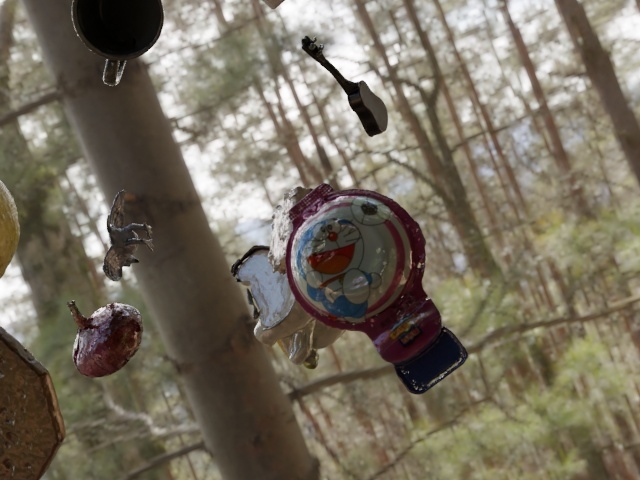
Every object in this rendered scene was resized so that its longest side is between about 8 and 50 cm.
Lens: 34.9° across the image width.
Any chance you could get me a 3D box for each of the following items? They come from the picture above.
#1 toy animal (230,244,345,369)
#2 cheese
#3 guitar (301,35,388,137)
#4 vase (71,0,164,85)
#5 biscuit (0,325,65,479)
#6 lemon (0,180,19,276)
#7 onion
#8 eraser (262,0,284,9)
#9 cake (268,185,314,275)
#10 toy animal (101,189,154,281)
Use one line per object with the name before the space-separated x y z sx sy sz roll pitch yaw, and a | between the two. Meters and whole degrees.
toy animal | -0.020 0.105 1.985 0.310 0.183 0.247 16 -74 -53
cheese | 0.055 0.047 1.072 0.155 0.244 0.062 -37 -10 7
guitar | 0.052 -0.311 2.006 0.038 0.271 0.084 -19 45 30
vase | -0.357 -0.415 1.859 0.156 0.251 0.301 11 18 -8
biscuit | -0.648 0.319 2.005 0.359 0.359 0.046 -20 9 30
lemon | -0.833 -0.022 2.230 0.350 0.350 0.387 -20 1 10
onion | -0.399 0.158 1.804 0.150 0.140 0.150 -28 34 21
eraser | -0.156 -0.587 1.951 0.095 0.270 0.174 -33 30 38
cake | 0.000 0.000 1.604 0.147 0.134 0.135 8 -17 -18
toy animal | -0.509 0.010 2.572 0.176 0.239 0.255 -13 -32 18
